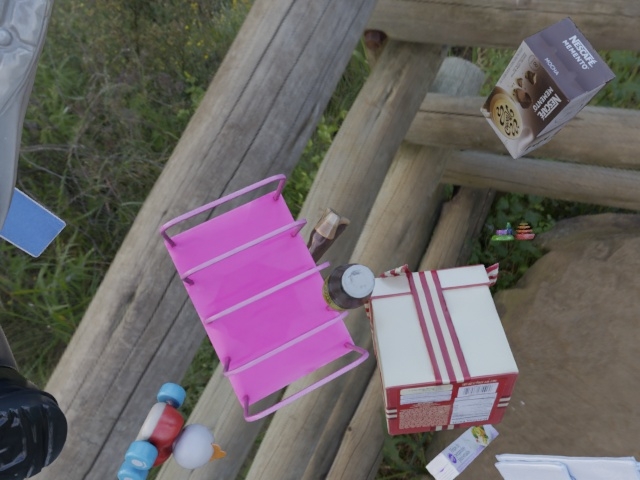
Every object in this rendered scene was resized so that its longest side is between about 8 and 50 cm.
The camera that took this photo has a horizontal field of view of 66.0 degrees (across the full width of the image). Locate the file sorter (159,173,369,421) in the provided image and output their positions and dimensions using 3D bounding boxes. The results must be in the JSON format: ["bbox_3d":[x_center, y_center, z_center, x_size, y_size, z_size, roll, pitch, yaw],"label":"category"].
[{"bbox_3d":[-0.083,0.079,0.718,0.202,0.182,0.291,-26,88,-11],"label":"file sorter"}]

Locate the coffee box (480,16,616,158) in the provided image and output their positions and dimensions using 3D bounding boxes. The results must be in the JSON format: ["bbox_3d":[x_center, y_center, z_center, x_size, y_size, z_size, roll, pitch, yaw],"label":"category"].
[{"bbox_3d":[0.505,-0.335,1.138,0.119,0.297,0.168,-28,79,-6],"label":"coffee box"}]

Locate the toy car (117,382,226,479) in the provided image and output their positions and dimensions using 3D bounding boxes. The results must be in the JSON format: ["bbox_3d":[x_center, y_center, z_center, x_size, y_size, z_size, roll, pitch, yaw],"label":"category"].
[{"bbox_3d":[-0.375,0.554,1.330,0.238,0.219,0.210,26,126,-6],"label":"toy car"}]

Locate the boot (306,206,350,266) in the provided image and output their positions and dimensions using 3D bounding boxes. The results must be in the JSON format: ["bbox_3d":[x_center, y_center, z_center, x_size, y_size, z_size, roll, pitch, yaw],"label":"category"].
[{"bbox_3d":[0.000,0.000,1.565,0.090,0.248,0.207,34,98,6],"label":"boot"}]

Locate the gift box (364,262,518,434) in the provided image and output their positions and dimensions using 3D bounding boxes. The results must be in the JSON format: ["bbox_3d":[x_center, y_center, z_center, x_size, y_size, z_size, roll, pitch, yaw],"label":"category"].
[{"bbox_3d":[0.222,0.183,0.929,0.255,0.276,0.258,-5,47,0],"label":"gift box"}]

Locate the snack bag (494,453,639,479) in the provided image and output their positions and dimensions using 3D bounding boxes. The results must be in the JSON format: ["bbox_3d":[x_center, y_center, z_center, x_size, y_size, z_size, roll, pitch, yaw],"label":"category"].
[{"bbox_3d":[0.672,0.666,1.263,0.342,0.037,0.323,-18,113,38],"label":"snack bag"}]

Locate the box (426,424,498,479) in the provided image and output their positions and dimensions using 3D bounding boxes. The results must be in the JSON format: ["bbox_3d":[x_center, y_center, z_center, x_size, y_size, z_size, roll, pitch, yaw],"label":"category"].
[{"bbox_3d":[0.390,0.560,1.325,0.063,0.324,0.067,46,116,27],"label":"box"}]

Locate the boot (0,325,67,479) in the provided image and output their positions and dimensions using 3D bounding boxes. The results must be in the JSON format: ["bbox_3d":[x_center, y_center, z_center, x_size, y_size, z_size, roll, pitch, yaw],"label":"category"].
[{"bbox_3d":[-0.348,0.129,0.365,0.207,0.246,0.094,20,106,38],"label":"boot"}]

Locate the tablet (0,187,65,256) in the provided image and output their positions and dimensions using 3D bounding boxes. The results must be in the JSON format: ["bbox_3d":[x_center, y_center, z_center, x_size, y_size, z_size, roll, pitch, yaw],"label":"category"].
[{"bbox_3d":[-0.348,-0.023,0.575,0.006,0.083,0.054,22,70,41],"label":"tablet"}]

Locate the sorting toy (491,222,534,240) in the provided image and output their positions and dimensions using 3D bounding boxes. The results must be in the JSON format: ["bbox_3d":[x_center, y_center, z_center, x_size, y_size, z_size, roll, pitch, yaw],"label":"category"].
[{"bbox_3d":[0.463,-0.022,1.192,0.102,0.061,0.042,-3,92,0],"label":"sorting toy"}]

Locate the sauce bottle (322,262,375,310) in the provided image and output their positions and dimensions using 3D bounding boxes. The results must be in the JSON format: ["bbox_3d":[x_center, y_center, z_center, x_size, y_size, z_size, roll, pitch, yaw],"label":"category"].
[{"bbox_3d":[0.025,0.040,0.436,0.042,0.128,0.042,1,78,-4],"label":"sauce bottle"}]

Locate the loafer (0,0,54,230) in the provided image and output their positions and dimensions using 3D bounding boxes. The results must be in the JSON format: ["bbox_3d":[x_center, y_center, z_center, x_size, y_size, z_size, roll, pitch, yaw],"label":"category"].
[{"bbox_3d":[-0.284,-0.082,0.370,0.111,0.112,0.319,23,91,51],"label":"loafer"}]
